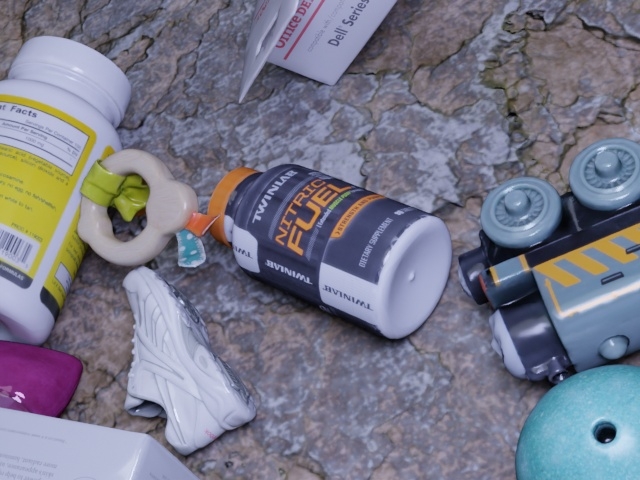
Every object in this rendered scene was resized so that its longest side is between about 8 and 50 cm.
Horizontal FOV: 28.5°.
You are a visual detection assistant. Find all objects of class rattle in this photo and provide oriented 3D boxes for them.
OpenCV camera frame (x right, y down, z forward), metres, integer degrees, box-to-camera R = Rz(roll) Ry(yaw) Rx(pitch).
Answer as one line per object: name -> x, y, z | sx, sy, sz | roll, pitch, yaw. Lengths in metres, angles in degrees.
rattle -> -0.154, -0.021, 1.358 | 0.200, 0.143, 0.130 | 8, 73, 31

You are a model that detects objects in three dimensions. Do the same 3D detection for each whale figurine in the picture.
whale figurine -> 0.251, 0.225, 1.017 | 0.216, 0.141, 0.272 | -14, 55, 15

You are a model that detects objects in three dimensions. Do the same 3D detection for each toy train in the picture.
toy train -> 0.291, 0.007, 1.136 | 0.334, 0.142, 0.190 | -23, 49, 9

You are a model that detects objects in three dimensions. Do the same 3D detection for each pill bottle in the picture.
pill bottle -> 0.000, 0.000, 1.281 | 0.246, 0.130, 0.130 | 22, 70, 33
pill bottle -> -0.338, -0.058, 1.430 | 0.188, 0.188, 0.333 | 5, 61, 26

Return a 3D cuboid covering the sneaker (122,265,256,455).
sneaker -> -0.167, 0.123, 1.302 | 0.115, 0.090, 0.232 | -38, 51, 1

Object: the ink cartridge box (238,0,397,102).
ink cartridge box -> 0.016, -0.324, 1.429 | 0.119, 0.207, 0.353 | 18, 60, -15

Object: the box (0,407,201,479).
box -> -0.267, 0.348, 1.147 | 0.215, 0.168, 0.345 | 6, 61, 26

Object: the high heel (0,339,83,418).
high heel -> -0.452, 0.131, 1.374 | 0.377, 0.127, 0.181 | 25, 41, 16
